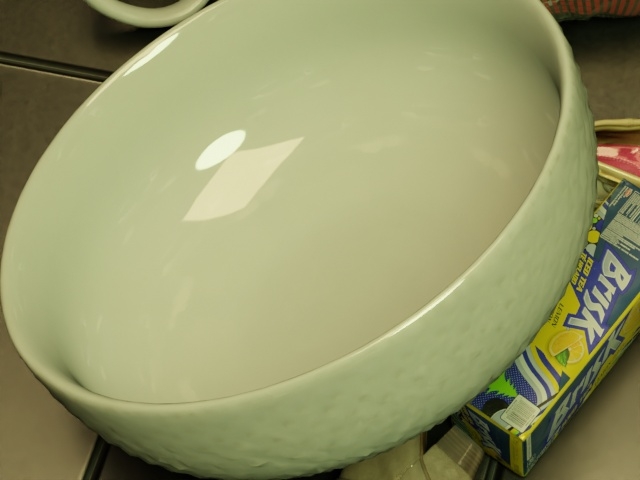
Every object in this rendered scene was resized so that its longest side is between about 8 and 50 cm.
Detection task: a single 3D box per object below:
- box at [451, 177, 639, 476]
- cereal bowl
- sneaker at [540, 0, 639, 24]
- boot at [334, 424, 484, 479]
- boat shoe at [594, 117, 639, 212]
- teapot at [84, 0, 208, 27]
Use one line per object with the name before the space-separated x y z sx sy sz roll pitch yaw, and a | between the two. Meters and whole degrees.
box | 0.145 0.050 1.064 0.054 0.059 0.169 35 71 22
cereal bowl | 0.000 0.000 1.040 0.339 0.141 0.339 -17 43 16
sneaker | 0.112 -0.170 1.172 0.276 0.135 0.097 6 37 -15
boot | 0.032 0.124 1.052 0.087 0.042 0.118 -47 58 -8
boat shoe | 0.228 -0.042 1.104 0.170 0.059 0.063 2 61 9
teapot | -0.039 -0.287 1.212 0.256 0.187 0.252 -21 29 37
